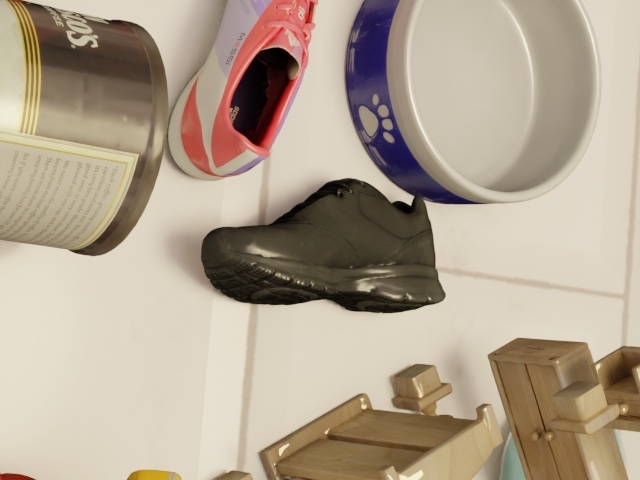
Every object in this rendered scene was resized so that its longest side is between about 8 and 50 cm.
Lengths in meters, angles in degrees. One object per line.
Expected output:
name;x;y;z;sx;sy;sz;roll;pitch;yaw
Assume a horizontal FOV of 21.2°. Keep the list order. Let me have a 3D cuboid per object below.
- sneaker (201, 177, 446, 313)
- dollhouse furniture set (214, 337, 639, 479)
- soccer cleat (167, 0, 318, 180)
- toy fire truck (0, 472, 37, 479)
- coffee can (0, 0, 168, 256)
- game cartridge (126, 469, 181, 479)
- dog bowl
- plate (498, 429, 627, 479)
sneaker;0.000;0.000;1.646;0.286;0.109;0.130;7;78;-44
dollhouse furniture set;0.130;0.242;1.595;0.356;0.303;0.173;-27;104;-33
soccer cleat;-0.043;-0.204;1.603;0.109;0.116;0.318;29;72;-31
toy fire truck;-0.338;0.266;1.360;0.254;0.169;0.302;-40;115;-7
coffee can;-0.290;-0.103;1.371;0.275;0.201;0.201;9;83;-35
game cartridge;-0.149;0.395;1.370;0.323;0.053;0.285;-78;168;-49
dog bowl;0.158;-0.168;1.753;0.265;0.104;0.264;1;88;-36
plate;0.258;0.255;1.856;0.188;0.024;0.188;2;87;-36
